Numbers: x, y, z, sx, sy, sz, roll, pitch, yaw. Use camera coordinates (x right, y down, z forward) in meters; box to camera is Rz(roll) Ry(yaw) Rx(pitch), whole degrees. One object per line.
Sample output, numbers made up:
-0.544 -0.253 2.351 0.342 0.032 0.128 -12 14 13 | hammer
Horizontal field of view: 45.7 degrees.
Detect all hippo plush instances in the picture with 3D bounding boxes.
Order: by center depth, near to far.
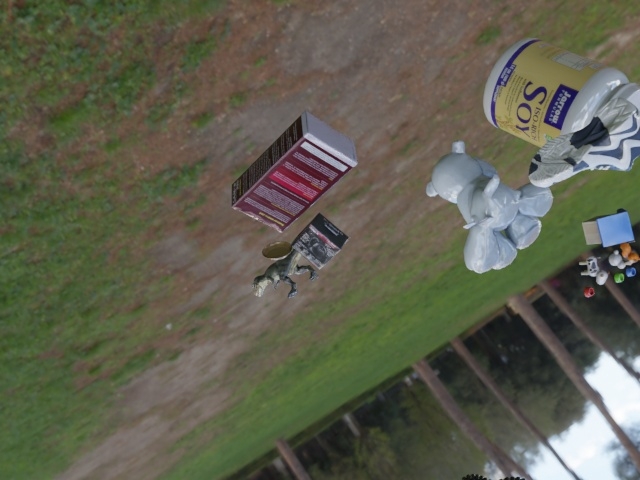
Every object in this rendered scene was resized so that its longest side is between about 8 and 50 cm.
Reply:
0.341 -0.079 1.717 0.294 0.236 0.234 6 117 -44 | hippo plush

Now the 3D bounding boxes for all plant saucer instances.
-0.114 0.031 2.031 0.083 0.083 0.015 -29 126 -28 | plant saucer

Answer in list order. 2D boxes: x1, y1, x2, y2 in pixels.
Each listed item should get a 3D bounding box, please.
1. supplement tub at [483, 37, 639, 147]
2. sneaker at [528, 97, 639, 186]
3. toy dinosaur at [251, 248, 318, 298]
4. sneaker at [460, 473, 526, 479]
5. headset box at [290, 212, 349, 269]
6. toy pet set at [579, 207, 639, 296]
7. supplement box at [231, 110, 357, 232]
0.592 -0.331 1.844 0.241 0.331 0.241 -29 137 -31 | supplement tub
0.538 -0.161 1.486 0.153 0.094 0.235 28 119 -36 | sneaker
-0.079 0.084 2.102 0.268 0.118 0.064 -43 161 9 | toy dinosaur
0.342 0.485 1.425 0.063 0.162 0.073 -59 144 -43 | sneaker
0.000 0.000 1.170 0.032 0.062 0.083 -54 -175 -39 | headset box
0.436 0.013 1.104 0.122 0.114 0.065 -19 -173 -34 | toy pet set
-0.055 -0.130 1.492 0.130 0.073 0.239 28 127 -31 | supplement box
